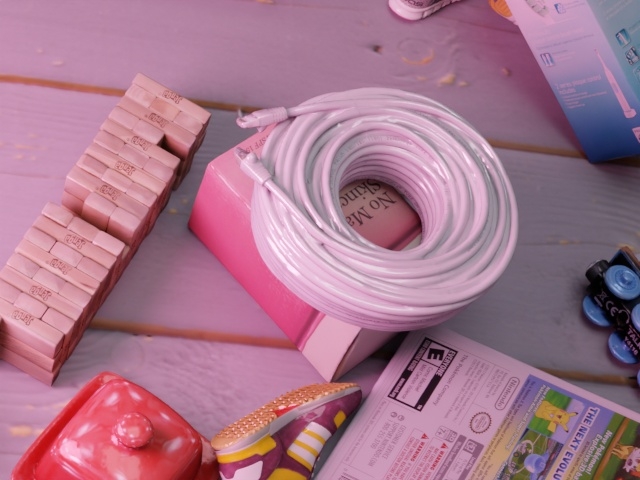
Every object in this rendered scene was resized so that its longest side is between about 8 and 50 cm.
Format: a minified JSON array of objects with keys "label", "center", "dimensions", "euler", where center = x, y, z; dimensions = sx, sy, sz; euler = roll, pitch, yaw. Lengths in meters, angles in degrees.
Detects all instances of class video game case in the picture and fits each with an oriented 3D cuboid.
[{"label":"video game case","center":[0.152,0.254,1.716],"dimensions":[0.300,0.036,0.329],"euler":[24,55,18]}]

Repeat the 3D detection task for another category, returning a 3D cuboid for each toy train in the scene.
[{"label":"toy train","center":[0.358,0.088,1.896],"dimensions":[0.105,0.080,0.184],"euler":[-20,65,-35]}]

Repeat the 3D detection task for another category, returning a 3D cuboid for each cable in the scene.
[{"label":"cable","center":[0.059,-0.030,1.721],"dimensions":[0.257,0.089,0.257],"euler":[-19,67,-27]}]

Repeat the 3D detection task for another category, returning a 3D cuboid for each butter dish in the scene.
[{"label":"butter dish","center":[-0.179,0.195,1.652],"dimensions":[0.160,0.118,0.160],"euler":[35,57,7]}]

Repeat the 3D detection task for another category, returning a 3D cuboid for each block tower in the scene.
[{"label":"block tower","center":[-0.227,-0.009,1.778],"dimensions":[0.097,0.091,0.335],"euler":[29,57,4]}]

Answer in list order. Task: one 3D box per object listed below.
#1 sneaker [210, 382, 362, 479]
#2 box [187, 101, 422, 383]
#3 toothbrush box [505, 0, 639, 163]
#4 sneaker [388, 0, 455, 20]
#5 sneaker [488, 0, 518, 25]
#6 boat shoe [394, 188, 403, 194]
[{"label":"sneaker","center":[-0.026,0.198,1.733],"dimensions":[0.185,0.069,0.084],"euler":[-23,101,-39]},{"label":"box","center":[0.000,0.000,1.814],"dimensions":[0.149,0.127,0.232],"euler":[-35,74,-30]},{"label":"toothbrush box","center":[0.338,-0.269,1.998],"dimensions":[0.216,0.126,0.295],"euler":[-40,108,-31]},{"label":"sneaker","center":[0.154,-0.318,2.080],"dimensions":[0.170,0.075,0.063],"euler":[-32,73,-29]},{"label":"sneaker","center":[0.305,-0.351,2.139],"dimensions":[0.131,0.112,0.296],"euler":[32,62,-10]},{"label":"boat shoe","center":[0.054,-0.080,1.926],"dimensions":[0.135,0.045,0.050],"euler":[2,59,-14]}]
